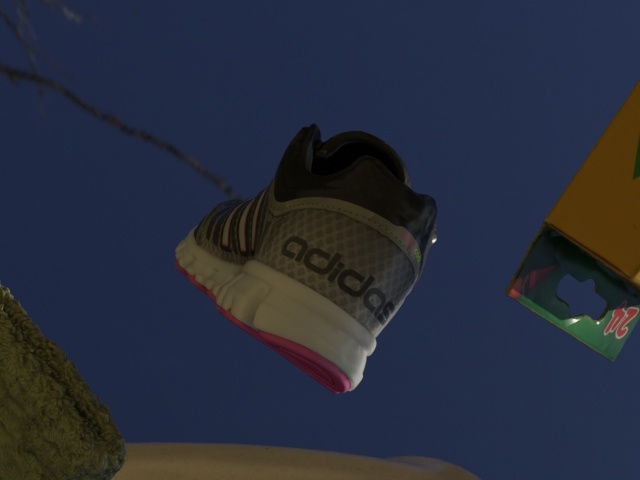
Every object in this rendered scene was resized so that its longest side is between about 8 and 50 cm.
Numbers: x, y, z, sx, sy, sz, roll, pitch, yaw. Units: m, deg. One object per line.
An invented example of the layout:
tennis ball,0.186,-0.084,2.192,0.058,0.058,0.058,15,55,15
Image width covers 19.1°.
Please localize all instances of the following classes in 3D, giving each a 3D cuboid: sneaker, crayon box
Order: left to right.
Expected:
sneaker,0.000,0.000,0.627,0.063,0.170,0.075,37,-92,-10
crayon box,0.274,-0.054,1.272,0.081,0.202,0.318,36,-86,34

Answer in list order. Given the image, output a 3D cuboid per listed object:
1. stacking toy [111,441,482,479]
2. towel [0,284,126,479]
stacking toy,-0.060,0.352,0.923,0.351,0.350,0.480,0,-109,7
towel,-0.134,0.051,0.669,0.148,0.110,0.027,47,-144,16
